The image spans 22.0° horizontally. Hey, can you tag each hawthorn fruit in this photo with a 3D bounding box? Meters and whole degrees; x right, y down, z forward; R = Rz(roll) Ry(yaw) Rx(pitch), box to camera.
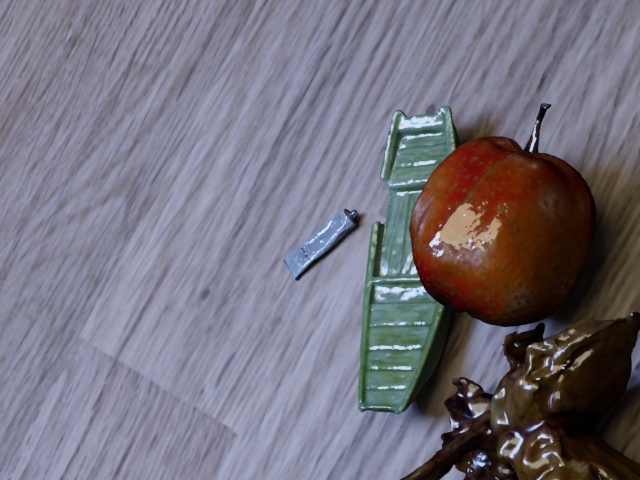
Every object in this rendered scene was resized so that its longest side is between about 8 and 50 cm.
[{"bbox_3d":[0.162,-0.025,1.407,0.157,0.157,0.194,22,91,38],"label":"hawthorn fruit"}]

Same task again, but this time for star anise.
[{"bbox_3d":[0.149,0.196,1.335,0.346,0.148,0.237,-44,50,-2],"label":"star anise"}]

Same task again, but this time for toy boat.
[{"bbox_3d":[0.085,0.022,1.506,0.093,0.055,0.293,-3,69,32],"label":"toy boat"}]

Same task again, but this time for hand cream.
[{"bbox_3d":[0.000,0.000,1.596,0.093,0.019,0.030,-40,53,17],"label":"hand cream"}]
